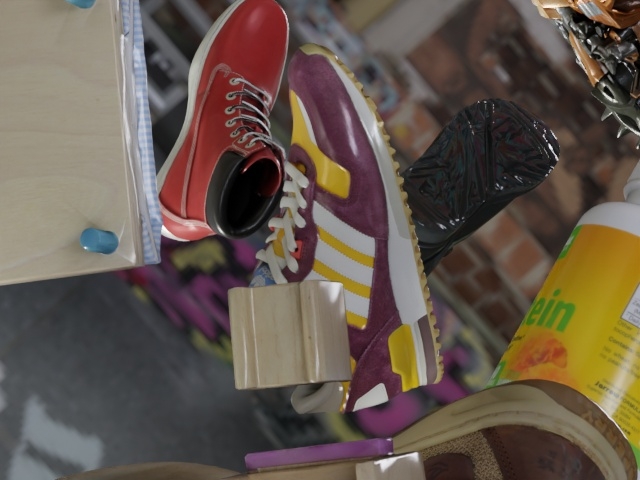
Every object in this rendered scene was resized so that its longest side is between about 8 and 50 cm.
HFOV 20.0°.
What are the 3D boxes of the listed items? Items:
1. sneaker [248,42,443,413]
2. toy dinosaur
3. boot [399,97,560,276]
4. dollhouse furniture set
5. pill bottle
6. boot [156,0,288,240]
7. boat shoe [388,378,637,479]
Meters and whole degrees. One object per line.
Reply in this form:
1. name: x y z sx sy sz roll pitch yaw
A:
1. sneaker: 0.000 0.000 0.866 0.084 0.185 0.069 -19 -160 -5
2. toy dinosaur: 0.194 -0.155 1.066 0.164 0.218 0.322 -44 -175 24
3. boot: 0.088 -0.011 1.627 0.246 0.094 0.207 -37 171 -46
4. dollhouse furniture set: -0.097 0.010 0.837 0.286 0.303 0.198 -9 174 15
5. pill bottle: 0.229 0.058 1.348 0.245 0.136 0.136 -59 -171 -13
6. boot: -0.060 -0.114 1.631 0.176 0.088 0.244 -1 -113 62
7. boat shoe: 0.011 0.189 0.951 0.342 0.123 0.123 -29 -163 37
